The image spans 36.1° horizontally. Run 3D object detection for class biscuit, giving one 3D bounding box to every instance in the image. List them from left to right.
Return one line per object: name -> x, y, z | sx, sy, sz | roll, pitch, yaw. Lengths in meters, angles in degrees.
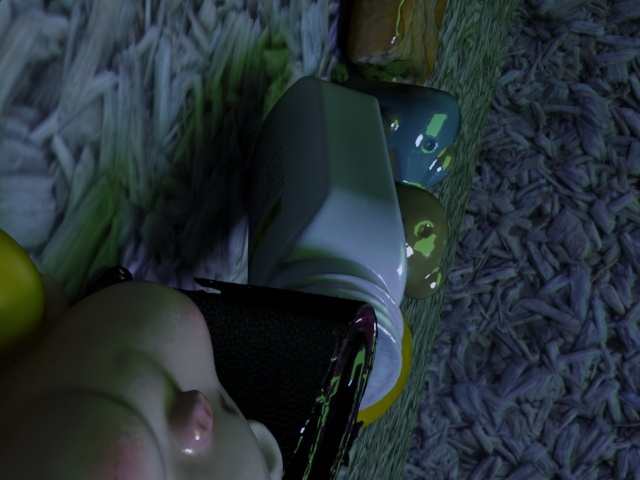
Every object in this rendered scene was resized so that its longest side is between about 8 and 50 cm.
biscuit -> 0.102, -0.301, 1.269 | 0.274, 0.091, 0.213 | 32, 74, -73

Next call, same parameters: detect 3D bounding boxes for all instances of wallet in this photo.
wallet -> -0.098, 0.142, 0.645 | 0.071, 0.221, 0.262 | 58, 45, -55

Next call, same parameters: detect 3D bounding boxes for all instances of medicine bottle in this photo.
medicine bottle -> 0.000, 0.000, 0.858 | 0.324, 0.124, 0.179 | -93, -156, -55

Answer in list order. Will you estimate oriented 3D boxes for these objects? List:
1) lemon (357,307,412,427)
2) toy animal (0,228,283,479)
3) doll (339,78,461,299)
lemon -> 0.015, 0.135, 1.140 | 0.203, 0.178, 0.178 | -47, 148, -43
toy animal -> -0.138, 0.129, 0.433 | 0.345, 0.247, 0.277 | -49, 146, -60
doll -> 0.081, -0.063, 1.218 | 0.161, 0.177, 0.260 | 3, 97, -79
